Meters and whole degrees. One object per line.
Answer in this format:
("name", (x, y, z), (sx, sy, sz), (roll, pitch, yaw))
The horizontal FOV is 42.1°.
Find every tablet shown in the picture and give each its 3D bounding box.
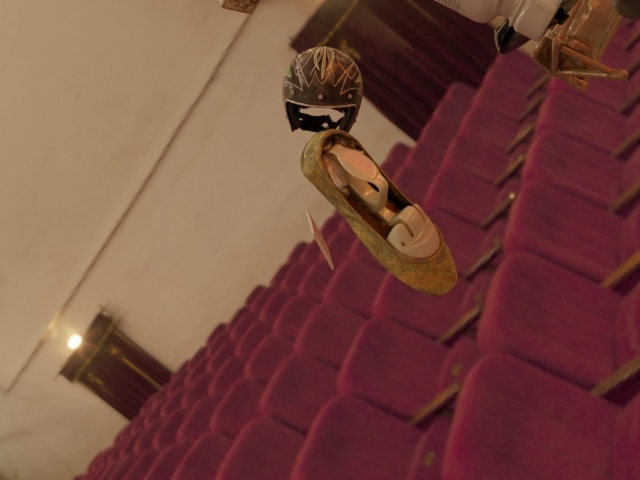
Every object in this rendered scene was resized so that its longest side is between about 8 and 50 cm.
("tablet", (0.000, 0.000, 1.223), (0.006, 0.083, 0.054), (-24, 41, 6))

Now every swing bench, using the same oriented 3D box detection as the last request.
("swing bench", (0.547, -0.449, 1.633), (0.253, 0.165, 0.254), (-64, 3, 5))

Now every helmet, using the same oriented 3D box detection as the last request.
("helmet", (0.004, -0.284, 1.569), (0.169, 0.170, 0.161), (-53, -20, -32))

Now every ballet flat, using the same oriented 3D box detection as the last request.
("ballet flat", (0.105, -0.051, 1.376), (0.123, 0.348, 0.123), (-44, -5, -4))

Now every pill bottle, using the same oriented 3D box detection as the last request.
("pill bottle", (0.192, -0.342, 1.014), (0.131, 0.229, 0.131), (-58, -7, -12))

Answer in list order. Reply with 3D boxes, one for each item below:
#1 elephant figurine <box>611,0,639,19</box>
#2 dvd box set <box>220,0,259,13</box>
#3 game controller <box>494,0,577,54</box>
("elephant figurine", (0.394, -0.316, 0.900), (0.186, 0.239, 0.169), (-35, 14, 17))
("dvd box set", (-0.061, -0.580, 1.219), (0.420, 0.062, 0.307), (143, 129, -59))
("game controller", (0.340, -0.376, 1.140), (0.166, 0.067, 0.319), (-44, -10, -20))
